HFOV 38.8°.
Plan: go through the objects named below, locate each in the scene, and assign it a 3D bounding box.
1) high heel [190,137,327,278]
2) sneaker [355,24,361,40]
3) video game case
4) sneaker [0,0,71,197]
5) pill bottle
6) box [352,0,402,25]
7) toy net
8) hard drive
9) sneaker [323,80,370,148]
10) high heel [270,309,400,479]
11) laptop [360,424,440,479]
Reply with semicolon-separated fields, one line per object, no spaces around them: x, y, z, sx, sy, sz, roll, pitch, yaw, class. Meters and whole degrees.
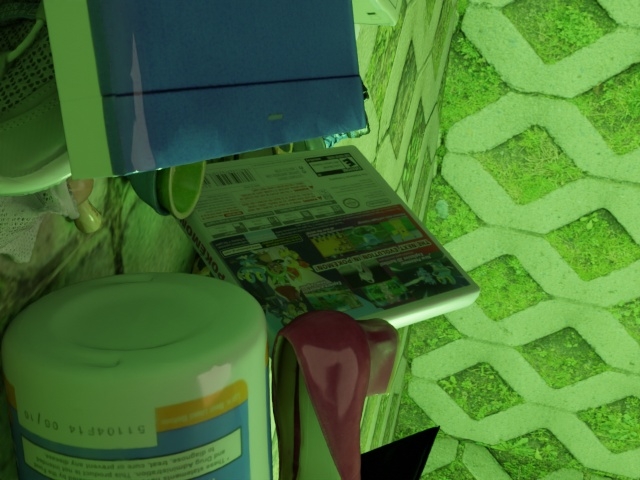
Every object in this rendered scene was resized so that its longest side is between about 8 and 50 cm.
-0.076;-0.055;0.777;0.261;0.093;0.186;-61;144;-35;high heel
-0.004;-0.265;0.934;0.077;0.072;0.178;-41;135;-52;sneaker
0.000;0.000;0.706;0.201;0.183;0.023;-12;142;-39;video game case
-0.123;-0.151;0.438;0.115;0.105;0.281;48;48;-49;sneaker
-0.103;0.169;0.561;0.152;0.152;0.272;-51;144;-66;pill bottle
0.017;-0.344;0.719;0.148;0.121;0.311;28;74;-63;box
-0.129;-0.056;0.554;0.232;0.045;0.122;-46;146;-69;toy net
-0.054;-0.200;0.413;0.210;0.040;0.319;-22;107;-59;hard drive
0.012;-0.125;1.061;0.058;0.084;0.152;73;31;-67;sneaker
-0.011;0.164;0.584;0.117;0.082;0.244;6;102;-55;high heel
-0.056;0.381;0.854;0.382;0.236;0.408;-1;102;-77;laptop
